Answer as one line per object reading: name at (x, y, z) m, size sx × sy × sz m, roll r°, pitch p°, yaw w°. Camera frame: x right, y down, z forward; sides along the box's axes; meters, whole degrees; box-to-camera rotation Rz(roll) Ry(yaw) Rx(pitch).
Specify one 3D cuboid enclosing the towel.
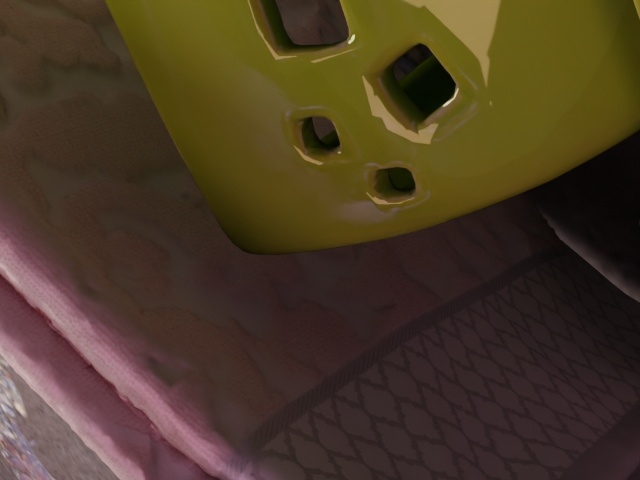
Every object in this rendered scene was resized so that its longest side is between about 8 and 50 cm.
towel at (-0.001, -0.002, 0.584) m, size 0.317 × 0.332 × 0.053 m, roll 43°, pitch 116°, yaw 13°

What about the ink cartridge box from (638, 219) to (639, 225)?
ink cartridge box at (0.203, 0.020, 0.572) m, size 0.198 × 0.067 × 0.115 m, roll -4°, pitch 119°, yaw 53°

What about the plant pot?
plant pot at (0.069, -0.142, 0.442) m, size 0.207 × 0.227 × 0.228 m, roll 1°, pitch 123°, yaw 44°
